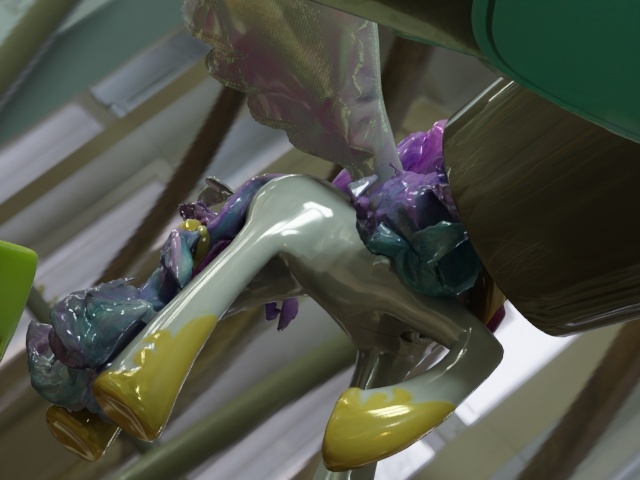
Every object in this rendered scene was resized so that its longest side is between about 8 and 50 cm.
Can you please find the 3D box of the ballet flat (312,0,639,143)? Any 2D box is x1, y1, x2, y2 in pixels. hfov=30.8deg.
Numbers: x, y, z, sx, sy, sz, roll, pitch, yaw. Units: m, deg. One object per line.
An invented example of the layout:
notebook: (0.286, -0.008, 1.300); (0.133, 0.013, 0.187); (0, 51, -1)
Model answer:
ballet flat: (0.043, -0.127, 0.327); (0.408, 0.147, 0.147); (16, -13, -3)

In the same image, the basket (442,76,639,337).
basket: (0.184, -0.057, 0.541); (0.204, 0.227, 0.154); (58, 28, -9)

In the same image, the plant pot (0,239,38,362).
plant pot: (-0.361, 0.073, 0.774); (0.227, 0.207, 0.228); (9, -7, 31)

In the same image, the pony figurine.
pony figurine: (0.000, 0.000, 0.713); (0.351, 0.363, 0.303); (26, -34, 27)
